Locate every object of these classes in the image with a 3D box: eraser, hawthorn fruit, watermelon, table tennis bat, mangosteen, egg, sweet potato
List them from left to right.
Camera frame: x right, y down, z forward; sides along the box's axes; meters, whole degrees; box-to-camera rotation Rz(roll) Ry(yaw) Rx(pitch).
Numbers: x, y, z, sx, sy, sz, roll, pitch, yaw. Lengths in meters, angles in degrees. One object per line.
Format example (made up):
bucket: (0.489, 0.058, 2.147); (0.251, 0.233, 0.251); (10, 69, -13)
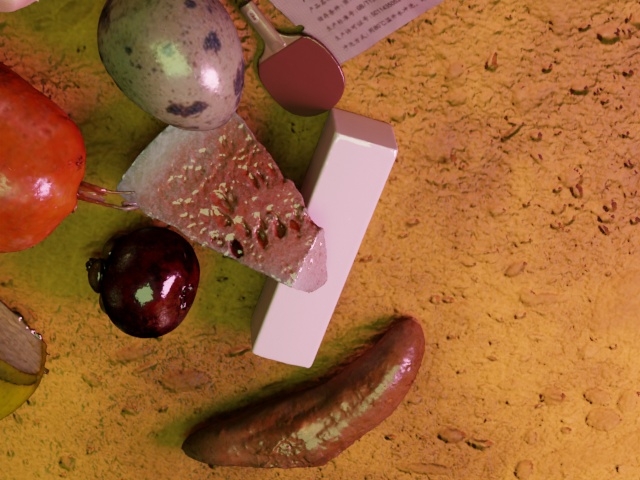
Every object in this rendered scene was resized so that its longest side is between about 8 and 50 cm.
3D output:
hawthorn fruit: (-0.337, -0.077, 1.505); (0.299, 0.211, 0.211); (22, 115, -8)
mangosteen: (-0.209, 0.044, 1.637); (0.140, 0.140, 0.140); (-2, 118, -3)
egg: (-0.152, -0.197, 1.491); (0.141, 0.141, 0.181); (-33, 104, 13)
watermelon: (-0.085, -0.035, 1.575); (0.241, 0.094, 0.154); (42, 99, 6)
table tennis bat: (-0.037, -0.202, 1.567); (0.087, 0.013, 0.156); (-30, 117, 23)
sweet potato: (-0.007, 0.220, 1.756); (0.341, 0.092, 0.114); (-29, 91, 11)
eraser: (0.000, 0.000, 1.643); (0.076, 0.078, 0.298); (16, 115, -12)

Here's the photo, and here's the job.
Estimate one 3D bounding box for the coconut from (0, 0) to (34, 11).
coconut: (-0.324, -0.309, 1.395); (0.183, 0.171, 0.170); (-31, 125, -35)

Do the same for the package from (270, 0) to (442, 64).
package: (0.047, -0.317, 1.490); (0.251, 0.062, 0.204); (-37, 113, 19)

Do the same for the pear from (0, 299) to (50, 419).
pear: (-0.488, 0.131, 1.639); (0.293, 0.159, 0.292); (-1, 120, -1)
